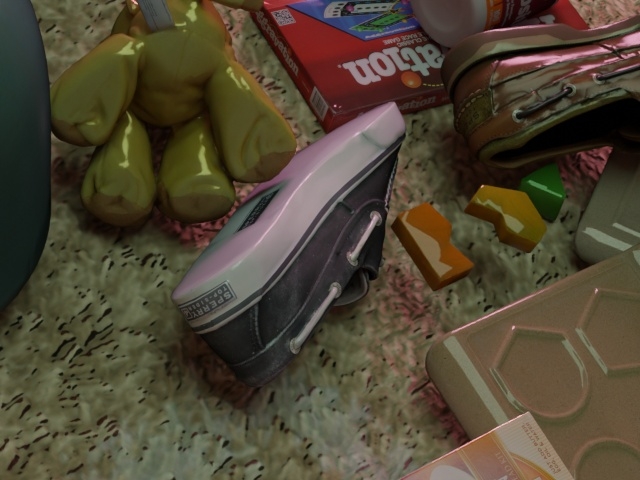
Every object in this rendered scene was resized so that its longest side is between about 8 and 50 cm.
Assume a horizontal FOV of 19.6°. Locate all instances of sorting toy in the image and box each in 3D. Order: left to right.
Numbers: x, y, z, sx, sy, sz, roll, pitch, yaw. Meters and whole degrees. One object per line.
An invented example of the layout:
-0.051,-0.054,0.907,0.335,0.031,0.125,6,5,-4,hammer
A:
0.191,0.088,1.367,0.229,0.041,0.307,-24,72,-27,sorting toy
0.315,-0.019,1.510,0.347,0.047,0.196,24,53,8,sorting toy

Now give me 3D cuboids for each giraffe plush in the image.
-0.118,-0.130,1.404,0.181,0.210,0.170,-5,18,-4,giraffe plush

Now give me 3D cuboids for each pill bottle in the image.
0.155,-0.225,1.564,0.152,0.086,0.086,-28,65,-33,pill bottle

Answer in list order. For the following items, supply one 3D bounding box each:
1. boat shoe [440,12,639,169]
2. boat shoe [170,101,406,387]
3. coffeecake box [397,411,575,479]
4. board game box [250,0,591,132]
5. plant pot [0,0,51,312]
0.254,-0.118,1.484,0.307,0.111,0.104,-12,60,-7,boat shoe
0.000,0.000,1.365,0.102,0.108,0.301,55,35,-13,boat shoe
0.093,0.219,1.209,0.185,0.068,0.142,-24,71,-26,coffeecake box
0.094,-0.181,1.585,0.281,0.027,0.145,-16,60,-28,board game box
-0.309,-0.101,1.201,0.293,0.235,0.293,8,52,-10,plant pot
